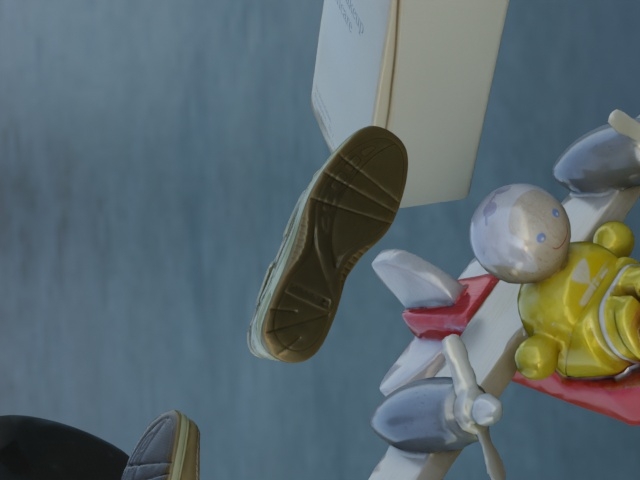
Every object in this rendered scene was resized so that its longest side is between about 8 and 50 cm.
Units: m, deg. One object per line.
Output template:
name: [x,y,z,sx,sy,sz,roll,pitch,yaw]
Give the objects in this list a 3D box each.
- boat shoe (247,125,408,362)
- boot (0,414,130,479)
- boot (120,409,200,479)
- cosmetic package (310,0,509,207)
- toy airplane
boat shoe: [0.001,0.001,1.158,0.048,0.056,0.153,-3,61,67]
boot: [-0.315,0.238,1.813,0.112,0.305,0.115,63,141,45]
boot: [-0.081,0.254,1.565,0.077,0.165,0.213,-26,52,50]
cosmetic package: [0.077,-0.190,1.684,0.309,0.113,0.160,96,159,-44]
toy airplane: [0.190,0.049,1.738,0.386,0.384,0.272,-100,-15,-49]
